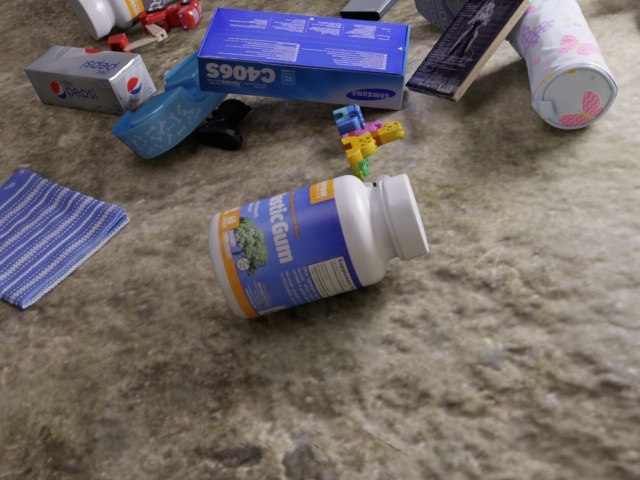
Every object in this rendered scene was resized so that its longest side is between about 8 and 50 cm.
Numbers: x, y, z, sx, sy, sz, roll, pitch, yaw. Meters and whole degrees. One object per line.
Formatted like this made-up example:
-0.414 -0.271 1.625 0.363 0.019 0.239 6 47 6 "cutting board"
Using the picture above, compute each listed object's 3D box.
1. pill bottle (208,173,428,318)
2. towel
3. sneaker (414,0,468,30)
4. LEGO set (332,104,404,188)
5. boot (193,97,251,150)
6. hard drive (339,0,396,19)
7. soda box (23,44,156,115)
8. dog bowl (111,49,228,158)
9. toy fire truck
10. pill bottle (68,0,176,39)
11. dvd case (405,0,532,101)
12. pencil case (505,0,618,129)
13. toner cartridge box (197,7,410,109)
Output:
0.000 0.000 1.272 0.272 0.152 0.152 -17 38 8 "pill bottle"
-0.512 -0.014 1.635 0.336 0.040 0.243 19 54 41 "towel"
0.319 -0.450 1.718 0.297 0.111 0.129 0 27 21 "sneaker"
0.084 -0.151 1.466 0.093 0.087 0.227 -19 39 5 "LEGO set"
-0.160 -0.209 1.692 0.121 0.045 0.099 12 49 42 "boot"
0.112 -0.488 1.909 0.094 0.022 0.135 10 48 35 "hard drive"
-0.479 -0.334 1.959 0.286 0.091 0.098 14 50 37 "soda box"
-0.255 -0.258 1.744 0.166 0.074 0.297 -7 36 46 "dog bowl"
-0.366 -0.470 2.103 0.192 0.047 0.135 -8 40 16 "toy fire truck"
-0.433 -0.589 2.187 0.278 0.162 0.162 -35 39 -15 "pill bottle"
0.245 -0.329 1.559 0.221 0.018 0.164 -54 27 -1 "dvd case"
0.366 -0.286 1.464 0.124 0.113 0.273 -5 40 1 "pencil case"
-0.025 -0.316 1.636 0.347 0.075 0.165 6 45 4 "toner cartridge box"
